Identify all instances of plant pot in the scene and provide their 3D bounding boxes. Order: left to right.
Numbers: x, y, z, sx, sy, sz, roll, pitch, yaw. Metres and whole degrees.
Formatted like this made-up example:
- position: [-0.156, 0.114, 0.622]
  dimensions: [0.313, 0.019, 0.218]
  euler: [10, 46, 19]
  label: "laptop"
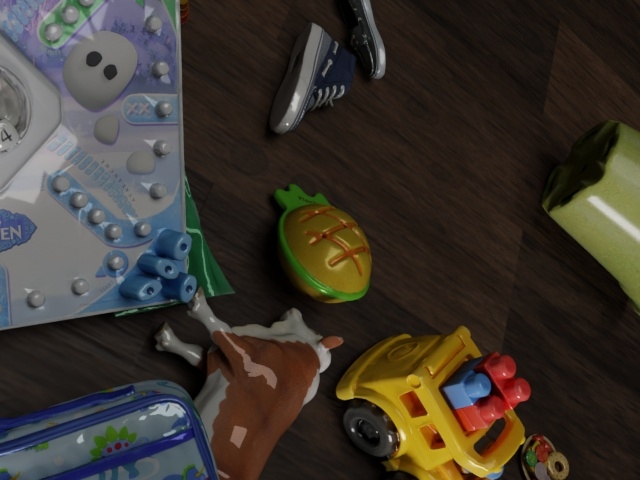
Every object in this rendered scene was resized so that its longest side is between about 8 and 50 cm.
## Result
- position: [0.509, -0.051, 1.314]
  dimensions: [0.254, 0.276, 0.276]
  euler: [33, 55, -10]
  label: "plant pot"

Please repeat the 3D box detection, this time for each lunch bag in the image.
- position: [-0.193, 0.218, 0.679]
  dimensions: [0.219, 0.090, 0.176]
  euler: [-15, 98, -14]
  label: "lunch bag"

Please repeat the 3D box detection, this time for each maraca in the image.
- position: [0.000, 0.000, 0.988]
  dimensions: [0.127, 0.099, 0.186]
  euler: [20, 36, -33]
  label: "maraca"

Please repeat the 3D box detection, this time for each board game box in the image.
- position: [-0.281, -0.110, 0.682]
  dimensions: [0.390, 0.050, 0.390]
  euler: [-7, 102, -37]
  label: "board game box"

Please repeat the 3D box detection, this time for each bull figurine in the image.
- position: [-0.099, 0.168, 0.841]
  dimensions: [0.188, 0.101, 0.310]
  euler: [38, 53, -17]
  label: "bull figurine"

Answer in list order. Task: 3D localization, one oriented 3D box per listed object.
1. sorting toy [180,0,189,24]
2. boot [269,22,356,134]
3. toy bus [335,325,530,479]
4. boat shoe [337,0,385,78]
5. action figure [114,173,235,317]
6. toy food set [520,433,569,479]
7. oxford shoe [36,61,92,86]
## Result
- position: [-0.198, -0.300, 0.981]
  dimensions: [0.102, 0.042, 0.061]
  euler: [20, 62, -31]
  label: "sorting toy"
- position: [-0.003, -0.200, 1.074]
  dimensions: [0.086, 0.069, 0.190]
  euler: [30, 55, -22]
  label: "boot"
- position: [0.160, 0.211, 0.953]
  dimensions: [0.149, 0.211, 0.220]
  euler: [-35, 97, -42]
  label: "toy bus"
- position: [0.057, -0.297, 1.180]
  dimensions: [0.040, 0.049, 0.142]
  euler: [-9, 77, -20]
  label: "boat shoe"
- position: [-0.183, -0.041, 0.879]
  dimensions: [0.137, 0.063, 0.232]
  euler: [-8, 82, -38]
  label: "action figure"
- position: [0.314, 0.316, 1.155]
  dimensions: [0.082, 0.020, 0.083]
  euler: [-38, 98, -40]
  label: "toy food set"
- position: [-0.373, -0.119, 0.751]
  dimensions: [0.363, 0.130, 0.133]
  euler: [-21, 54, -35]
  label: "oxford shoe"
